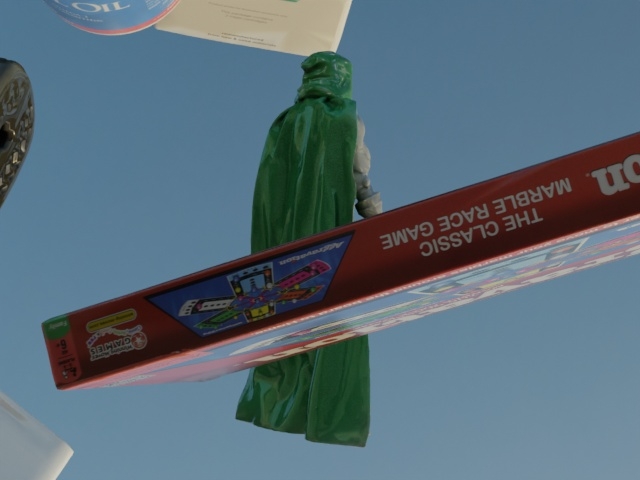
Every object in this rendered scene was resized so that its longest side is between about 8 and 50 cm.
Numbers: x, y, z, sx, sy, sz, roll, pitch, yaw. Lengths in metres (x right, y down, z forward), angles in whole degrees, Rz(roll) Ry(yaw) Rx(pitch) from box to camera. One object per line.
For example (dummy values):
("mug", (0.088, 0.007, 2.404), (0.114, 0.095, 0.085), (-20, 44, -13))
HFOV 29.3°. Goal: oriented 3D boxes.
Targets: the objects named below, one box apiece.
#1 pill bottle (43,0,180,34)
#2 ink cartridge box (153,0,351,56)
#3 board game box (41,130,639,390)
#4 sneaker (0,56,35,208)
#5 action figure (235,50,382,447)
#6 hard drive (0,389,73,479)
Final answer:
("pill bottle", (-0.149, -0.218, 0.781), (0.124, 0.124, 0.221), (31, -6, 4))
("ink cartridge box", (-0.050, -0.343, 1.196), (0.197, 0.198, 0.270), (9, -24, -6))
("board game box", (0.060, 0.003, 0.433), (0.281, 0.145, 0.027), (-18, -98, 12))
("sneaker", (-0.230, 0.003, 0.546), (0.130, 0.227, 0.087), (15, -24, 11))
("action figure", (0.000, 0.000, 0.741), (0.137, 0.063, 0.232), (1, -92, 51))
("hard drive", (-0.372, 0.241, 1.045), (0.203, 0.307, 0.040), (43, -40, -15))
